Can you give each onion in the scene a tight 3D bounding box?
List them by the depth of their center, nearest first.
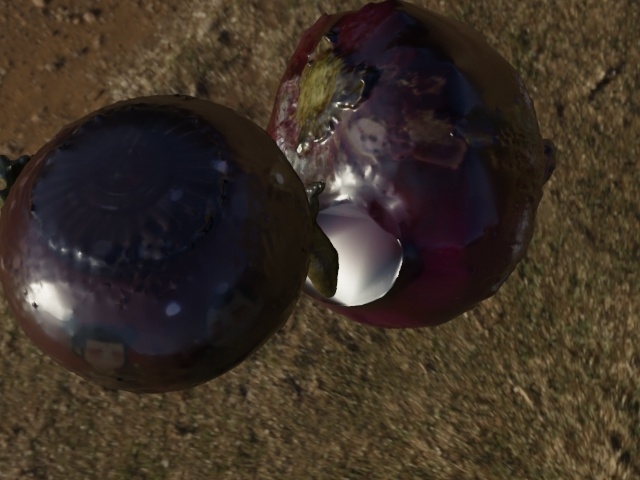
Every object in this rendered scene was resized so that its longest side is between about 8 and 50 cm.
[{"bbox_3d":[0.134,-0.080,1.200,0.398,0.420,0.398,-7,79,45],"label":"onion"}]

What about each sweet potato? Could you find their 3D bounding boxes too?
[{"bbox_3d":[-0.007,0.000,0.885,0.041,0.153,0.038,-7,46,4],"label":"sweet potato"}]

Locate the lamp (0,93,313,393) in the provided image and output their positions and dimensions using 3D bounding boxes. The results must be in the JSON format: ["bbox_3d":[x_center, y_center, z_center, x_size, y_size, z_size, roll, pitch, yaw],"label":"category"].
[{"bbox_3d":[-0.080,0.005,0.495,0.156,0.135,0.157,-17,57,-1],"label":"lamp"}]
